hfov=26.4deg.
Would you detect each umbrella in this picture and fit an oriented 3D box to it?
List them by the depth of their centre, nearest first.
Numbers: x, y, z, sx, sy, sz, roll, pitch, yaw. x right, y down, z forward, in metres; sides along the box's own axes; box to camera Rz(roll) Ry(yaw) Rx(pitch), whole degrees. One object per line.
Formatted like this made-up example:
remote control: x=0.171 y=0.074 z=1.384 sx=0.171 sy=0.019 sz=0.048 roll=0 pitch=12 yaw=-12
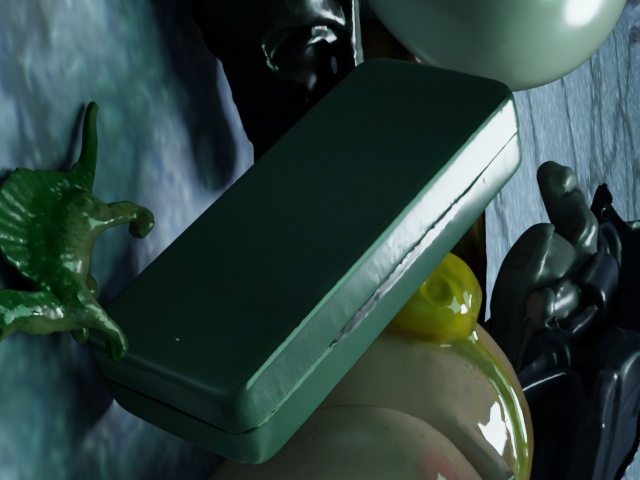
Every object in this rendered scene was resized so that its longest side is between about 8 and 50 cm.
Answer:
umbrella: x=-0.024 y=-0.180 z=0.550 sx=0.113 sy=0.106 sz=0.357 roll=-68 pitch=149 yaw=-59

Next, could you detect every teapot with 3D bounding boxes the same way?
teapot: x=0.075 y=-0.180 z=0.761 sx=0.220 sy=0.149 sz=0.318 roll=52 pitch=41 yaw=-1

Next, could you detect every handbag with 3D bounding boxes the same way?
handbag: x=0.152 y=0.103 z=0.877 sx=0.325 sy=0.118 sz=0.269 roll=-47 pitch=150 yaw=-60

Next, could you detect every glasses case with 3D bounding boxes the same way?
glasses case: x=0.000 y=0.000 z=0.519 sx=0.184 sy=0.078 sz=0.039 roll=-47 pitch=137 yaw=-31

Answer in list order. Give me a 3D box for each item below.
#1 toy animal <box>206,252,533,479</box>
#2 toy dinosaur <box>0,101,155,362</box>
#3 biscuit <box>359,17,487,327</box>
toy animal: x=0.021 y=0.103 z=0.568 sx=0.165 sy=0.149 sz=0.248 roll=62 pitch=33 yaw=-17
toy dinosaur: x=-0.086 y=-0.007 z=0.456 sx=0.060 sy=0.029 sz=0.119 roll=42 pitch=43 yaw=-43
biscuit: x=0.071 y=-0.019 z=0.891 sx=0.257 sy=0.049 sz=0.272 roll=-12 pitch=96 yaw=-71
